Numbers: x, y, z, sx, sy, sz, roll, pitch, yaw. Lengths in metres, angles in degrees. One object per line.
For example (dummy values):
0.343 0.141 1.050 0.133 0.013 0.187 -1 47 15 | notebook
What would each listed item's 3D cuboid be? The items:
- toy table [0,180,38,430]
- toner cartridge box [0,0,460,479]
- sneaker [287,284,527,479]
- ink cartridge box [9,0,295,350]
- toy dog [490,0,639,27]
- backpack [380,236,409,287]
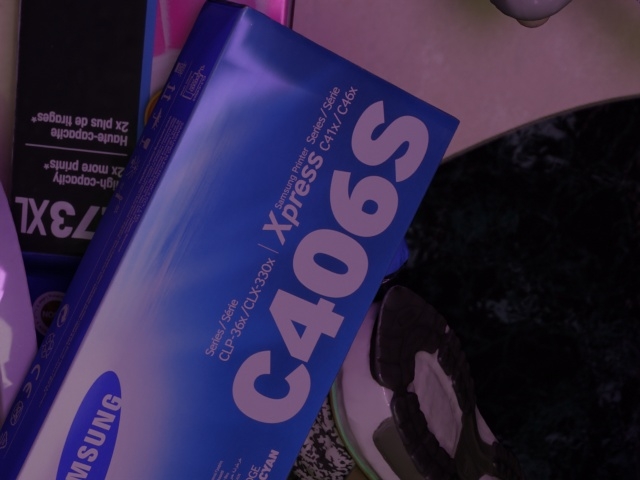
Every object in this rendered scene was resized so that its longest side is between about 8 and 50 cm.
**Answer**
-0.288 0.088 0.897 0.161 0.252 0.274 -12 100 -26 | toy table
-0.065 0.042 0.837 0.165 0.075 0.348 24 93 -25 | toner cartridge box
0.053 0.205 1.092 0.182 0.158 0.410 -4 128 27 | sneaker
-0.112 -0.086 0.897 0.176 0.069 0.371 6 103 1 | ink cartridge box
0.257 -0.226 0.929 0.334 0.220 0.161 -11 146 -1 | toy dog
0.000 0.000 0.990 0.120 0.098 0.101 -22 111 -3 | backpack
